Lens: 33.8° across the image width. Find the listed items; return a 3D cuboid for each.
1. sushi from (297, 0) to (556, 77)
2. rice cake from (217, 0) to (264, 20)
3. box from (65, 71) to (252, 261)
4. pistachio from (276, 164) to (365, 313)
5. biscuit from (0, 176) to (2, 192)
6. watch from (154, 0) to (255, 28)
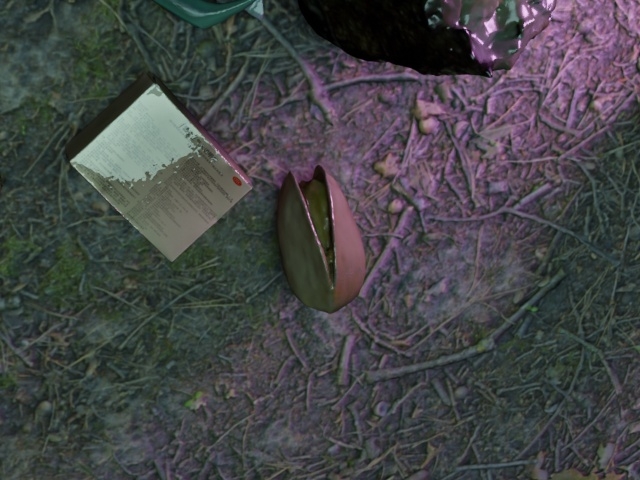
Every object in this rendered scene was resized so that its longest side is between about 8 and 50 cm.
[{"bbox_3d":[0.150,-0.384,1.392,0.299,0.294,0.281,-54,129,-15],"label":"sushi"},{"bbox_3d":[-0.045,-0.442,1.462,0.081,0.051,0.290,31,99,-15],"label":"rice cake"},{"bbox_3d":[-0.229,-0.105,1.499,0.168,0.095,0.212,-41,115,2],"label":"box"},{"bbox_3d":[0.000,0.000,1.579,0.126,0.152,0.223,-12,93,-9],"label":"pistachio"},{"bbox_3d":[-0.579,-0.192,1.339,0.078,0.144,0.426,-41,114,1],"label":"biscuit"},{"bbox_3d":[-0.165,-0.393,1.408,0.237,0.068,0.195,33,96,-5],"label":"watch"}]
